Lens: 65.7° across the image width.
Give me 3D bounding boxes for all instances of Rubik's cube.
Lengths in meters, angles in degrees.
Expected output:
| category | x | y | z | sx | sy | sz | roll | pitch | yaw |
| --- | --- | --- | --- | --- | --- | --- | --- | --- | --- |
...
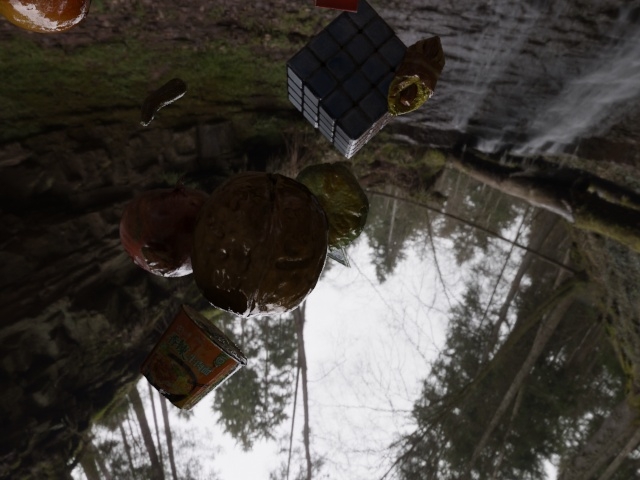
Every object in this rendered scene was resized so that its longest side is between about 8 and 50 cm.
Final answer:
| category | x | y | z | sx | sy | sz | roll | pitch | yaw |
| --- | --- | --- | --- | --- | --- | --- | --- | --- | --- |
| Rubik's cube | 0.113 | -0.537 | 1.707 | 0.344 | 0.344 | 0.337 | -42 | -90 | -3 |

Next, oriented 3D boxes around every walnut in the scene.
| category | x | y | z | sx | sy | sz | roll | pitch | yaw |
| --- | --- | --- | --- | --- | --- | --- | --- | --- | --- |
| walnut | -0.160 | 0.015 | 1.317 | 0.354 | 0.397 | 0.308 | 17 | -174 | -5 |

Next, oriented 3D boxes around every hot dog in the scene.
| category | x | y | z | sx | sy | sz | roll | pitch | yaw |
| --- | --- | --- | --- | --- | --- | --- | --- | --- | --- |
| hot dog | 0.273 | -0.465 | 1.387 | 0.123 | 0.261 | 0.093 | 22 | 180 | -12 |

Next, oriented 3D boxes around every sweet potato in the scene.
| category | x | y | z | sx | sy | sz | roll | pitch | yaw |
| --- | --- | --- | --- | --- | --- | --- | --- | --- | --- |
| sweet potato | -0.561 | -0.490 | 1.734 | 0.081 | 0.062 | 0.233 | 22 | -119 | 34 |

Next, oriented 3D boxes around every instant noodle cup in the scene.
| category | x | y | z | sx | sy | sz | roll | pitch | yaw |
| --- | --- | --- | --- | --- | --- | --- | --- | --- | --- |
| instant noodle cup | -0.326 | 0.301 | 1.252 | 0.182 | 0.230 | 0.230 | -47 | -125 | -9 |

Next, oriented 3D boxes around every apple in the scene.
| category | x | y | z | sx | sy | sz | roll | pitch | yaw |
| --- | --- | --- | --- | --- | --- | --- | --- | --- | --- |
| apple | -0.478 | -0.485 | 0.872 | 0.173 | 0.234 | 0.210 | 11 | -163 | -26 |

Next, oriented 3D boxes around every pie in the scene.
| category | x | y | z | sx | sy | sz | roll | pitch | yaw |
| --- | --- | --- | --- | --- | --- | --- | --- | --- | --- |
| pie | 0.021 | -0.107 | 1.622 | 0.307 | 0.306 | 0.071 | 18 | -164 | 15 |

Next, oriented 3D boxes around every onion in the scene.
| category | x | y | z | sx | sy | sz | roll | pitch | yaw |
| --- | --- | --- | --- | --- | --- | --- | --- | --- | --- |
| onion | -0.498 | -0.040 | 1.685 | 0.354 | 0.353 | 0.353 | 4 | -144 | -3 |

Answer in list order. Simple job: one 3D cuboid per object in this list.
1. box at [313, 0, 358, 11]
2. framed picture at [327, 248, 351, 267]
| category | x | y | z | sx | sy | sz | roll | pitch | yaw |
| --- | --- | --- | --- | --- | --- | --- | --- | --- | --- |
| box | 0.033 | -0.700 | 1.401 | 0.123 | 0.050 | 0.229 | 1 | -143 | -10 |
| framed picture | 0.000 | 0.000 | 1.936 | 0.232 | 0.296 | 0.019 | 29 | -107 | 26 |
